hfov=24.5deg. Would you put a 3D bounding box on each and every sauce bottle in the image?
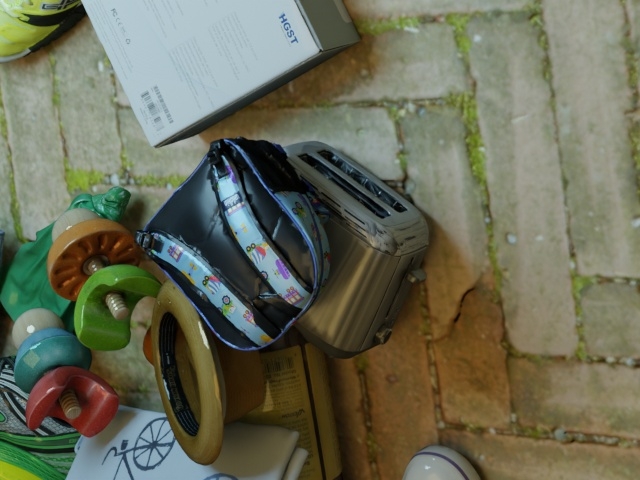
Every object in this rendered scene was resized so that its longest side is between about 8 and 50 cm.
[{"bbox_3d":[-0.032,0.237,1.568,0.111,0.111,0.344,-3,100,29],"label":"sauce bottle"}]

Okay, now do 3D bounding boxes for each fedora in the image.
[{"bbox_3d":[-0.107,0.125,1.458,0.194,0.079,0.194,171,90,-68],"label":"fedora"}]

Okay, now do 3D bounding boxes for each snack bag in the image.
[{"bbox_3d":[-0.190,0.328,1.522,0.343,0.037,0.323,1,62,45],"label":"snack bag"}]

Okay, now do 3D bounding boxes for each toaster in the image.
[{"bbox_3d":[0.000,0.000,1.483,0.227,0.129,0.146,38,114,20],"label":"toaster"}]

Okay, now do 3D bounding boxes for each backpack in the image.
[{"bbox_3d":[-0.060,0.008,1.377,0.158,0.117,0.173,-48,71,24],"label":"backpack"}]

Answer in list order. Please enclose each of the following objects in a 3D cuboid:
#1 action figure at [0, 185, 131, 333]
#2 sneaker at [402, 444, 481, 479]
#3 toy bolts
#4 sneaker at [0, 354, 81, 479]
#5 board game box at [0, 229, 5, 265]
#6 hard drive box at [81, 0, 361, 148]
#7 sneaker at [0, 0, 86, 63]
[{"bbox_3d":[-0.281,0.020,1.676,0.137,0.063,0.232,49,124,11],"label":"action figure"},{"bbox_3d":[0.104,0.360,1.499,0.102,0.161,0.282,5,104,29],"label":"sneaker"},{"bbox_3d":[-0.236,0.089,1.612,0.228,0.218,0.158,-50,47,17],"label":"toy bolts"},{"bbox_3d":[-0.397,0.179,1.707,0.344,0.134,0.146,28,95,-16],"label":"sneaker"},{"bbox_3d":[-0.443,0.025,1.745,0.194,0.060,0.194,51,135,23],"label":"board game box"},{"bbox_3d":[-0.105,-0.226,1.501,0.232,0.089,0.181,-25,90,32],"label":"hard drive box"},{"bbox_3d":[-0.283,-0.319,1.541,0.385,0.147,0.145,-38,85,32],"label":"sneaker"}]
